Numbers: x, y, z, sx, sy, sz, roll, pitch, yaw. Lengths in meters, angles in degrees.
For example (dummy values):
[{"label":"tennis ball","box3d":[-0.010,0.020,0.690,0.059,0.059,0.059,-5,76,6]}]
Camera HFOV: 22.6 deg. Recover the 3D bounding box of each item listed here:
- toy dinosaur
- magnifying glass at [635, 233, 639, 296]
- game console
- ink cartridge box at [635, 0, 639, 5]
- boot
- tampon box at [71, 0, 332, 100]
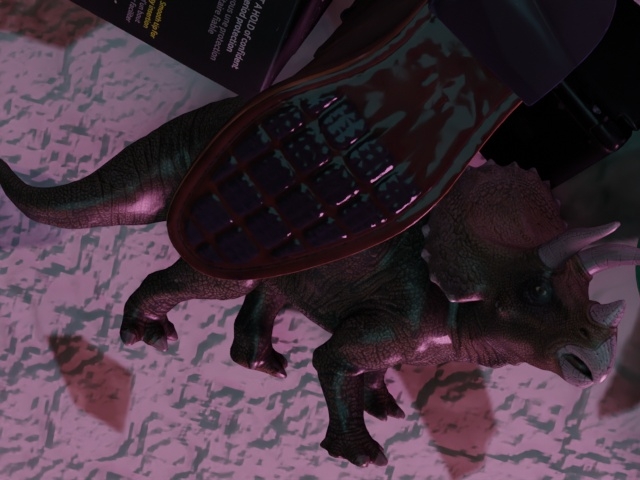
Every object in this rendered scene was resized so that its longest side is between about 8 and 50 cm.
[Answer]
[{"label":"toy dinosaur","box3d":[0.000,0.000,0.754,0.313,0.121,0.160,27,106,18]},{"label":"magnifying glass","box3d":[0.199,0.072,0.690,0.092,0.026,0.231,-17,64,15]},{"label":"game console","box3d":[0.103,-0.098,0.736,0.122,0.071,0.107,50,142,-4]},{"label":"ink cartridge box","box3d":[0.256,-0.086,0.526,0.307,0.223,0.129,17,113,-22]},{"label":"boot","box3d":[0.032,-0.065,0.670,0.219,0.106,0.082,-34,105,23]},{"label":"tampon box","box3d":[-0.060,-0.162,0.688,0.161,0.101,0.120,29,137,2]}]
